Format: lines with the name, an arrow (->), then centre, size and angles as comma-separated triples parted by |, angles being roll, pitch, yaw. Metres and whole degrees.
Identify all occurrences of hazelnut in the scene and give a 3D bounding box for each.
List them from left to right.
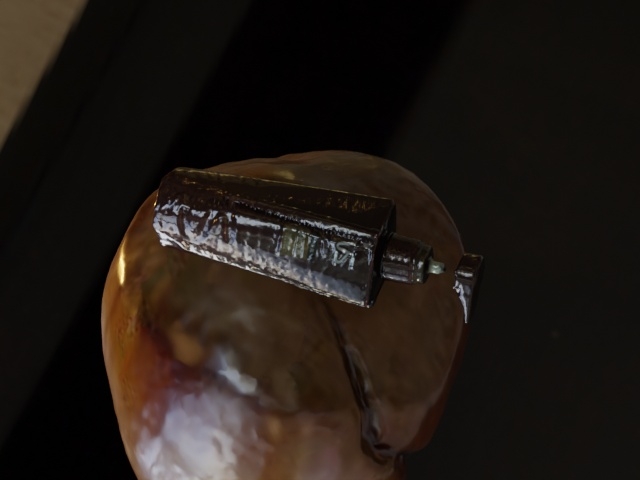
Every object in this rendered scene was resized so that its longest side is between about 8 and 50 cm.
hazelnut -> -0.032, 0.091, 1.619 | 0.372, 0.315, 0.372 | -50, -17, -20

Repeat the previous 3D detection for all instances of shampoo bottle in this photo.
shampoo bottle -> -0.001, 0.002, 1.325 | 0.067, 0.236, 0.068 | -58, -25, -51
